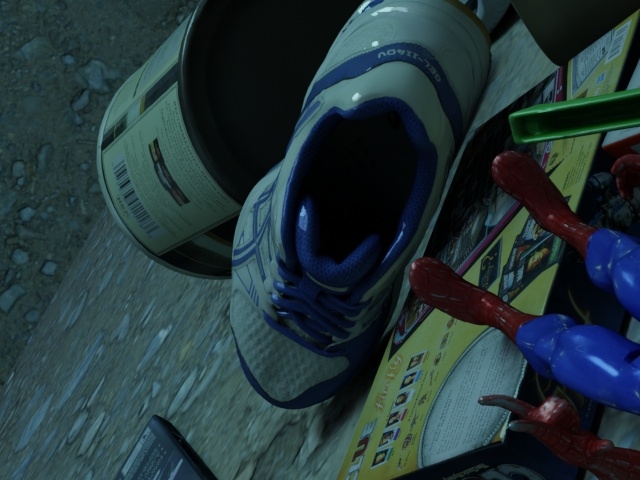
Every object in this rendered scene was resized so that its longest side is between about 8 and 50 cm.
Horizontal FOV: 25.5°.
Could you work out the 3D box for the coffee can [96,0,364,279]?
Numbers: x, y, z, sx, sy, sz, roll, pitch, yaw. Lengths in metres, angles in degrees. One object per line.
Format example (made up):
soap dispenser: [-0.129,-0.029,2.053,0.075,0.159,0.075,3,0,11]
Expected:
coffee can: [-0.042,-0.085,1.061,0.201,0.202,0.275,-63,15,-17]

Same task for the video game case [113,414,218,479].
video game case: [-0.154,0.250,1.118,0.196,0.026,0.274,-60,15,-5]

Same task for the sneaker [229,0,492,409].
sneaker: [0.000,0.000,0.801,0.131,0.112,0.296,-65,-6,-54]

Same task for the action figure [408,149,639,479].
action figure: [0.092,0.020,0.469,0.091,0.139,0.280,-54,28,1]

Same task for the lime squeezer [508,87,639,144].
lime squeezer: [0.181,-0.054,0.451,0.310,0.110,0.058,-162,68,-68]

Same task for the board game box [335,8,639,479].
board game box: [0.096,0.019,0.701,0.165,0.042,0.243,-35,27,58]

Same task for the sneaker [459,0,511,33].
sneaker: [0.032,-0.242,1.116,0.137,0.210,0.366,-62,14,-11]

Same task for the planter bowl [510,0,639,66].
planter bowl: [0.148,-0.192,0.775,0.109,0.162,0.162,-24,28,20]

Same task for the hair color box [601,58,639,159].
hair color box: [0.185,-0.096,0.635,0.141,0.043,0.072,-64,15,-16]
